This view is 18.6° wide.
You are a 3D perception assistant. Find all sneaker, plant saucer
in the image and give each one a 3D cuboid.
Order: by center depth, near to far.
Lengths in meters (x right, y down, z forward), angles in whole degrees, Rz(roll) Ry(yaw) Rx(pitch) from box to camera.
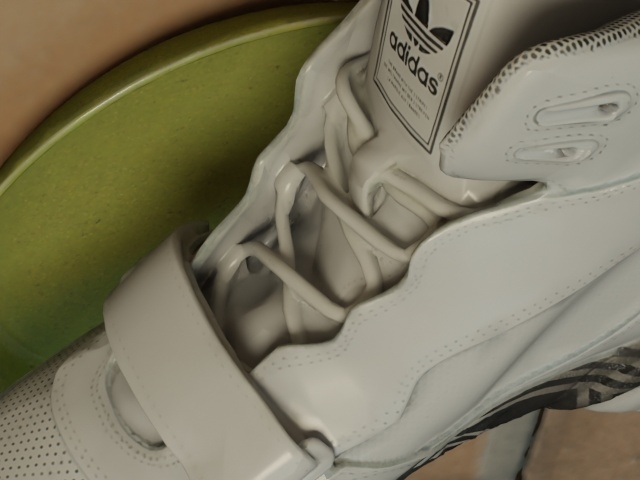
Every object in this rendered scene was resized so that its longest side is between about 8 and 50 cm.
[{"bbox_3d":[0.000,0.000,0.577,0.366,0.137,0.210,-28,142,-9],"label":"sneaker"},{"bbox_3d":[-0.026,-0.004,0.704,0.241,0.037,0.241,-18,145,-13],"label":"plant saucer"}]
